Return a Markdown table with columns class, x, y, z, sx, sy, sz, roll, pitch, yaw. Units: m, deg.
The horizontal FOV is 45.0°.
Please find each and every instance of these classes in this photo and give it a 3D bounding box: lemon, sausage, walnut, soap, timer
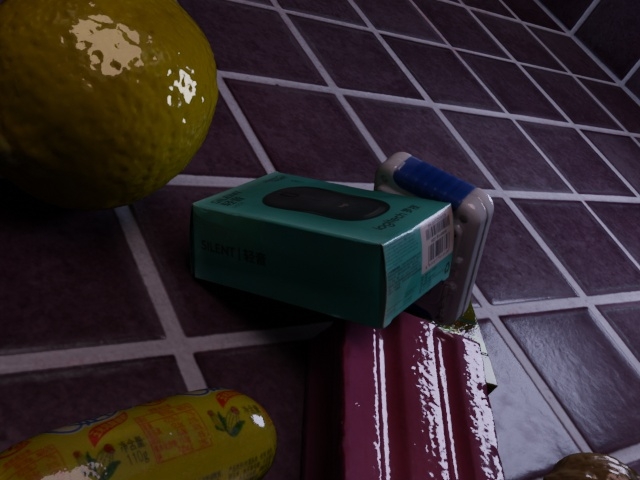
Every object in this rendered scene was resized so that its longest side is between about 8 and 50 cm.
| class | x | y | z | sx | sy | sz | roll | pitch | yaw |
| --- | --- | --- | --- | --- | --- | --- | --- | --- | --- |
| lemon | -0.295 | -0.198 | 1.021 | 0.336 | 0.336 | 0.336 | 22 | 37 | -17 |
| sausage | -0.177 | 0.226 | 0.764 | 0.347 | 0.123 | 0.123 | -9 | 53 | -43 |
| walnut | 0.372 | 0.367 | 1.023 | 0.184 | 0.155 | 0.155 | 39 | 35 | -3 |
| soap | 0.103 | 0.252 | 0.954 | 0.233 | 0.128 | 0.359 | 22 | 37 | -15 |
| timer | 0.150 | 0.006 | 1.152 | 0.178 | 0.253 | 0.078 | 30 | 49 | 26 |

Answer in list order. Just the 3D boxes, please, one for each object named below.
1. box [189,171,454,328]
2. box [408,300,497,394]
| class | x | y | z | sx | sy | sz | roll | pitch | yaw |
| --- | --- | --- | --- | --- | --- | --- | --- | --- | --- |
| box | 0.000 | 0.000 | 1.053 | 0.311 | 0.118 | 0.205 | 13 | 22 | 32 |
| box | 0.206 | 0.151 | 1.241 | 0.121 | 0.030 | 0.193 | 17 | 38 | -22 |
